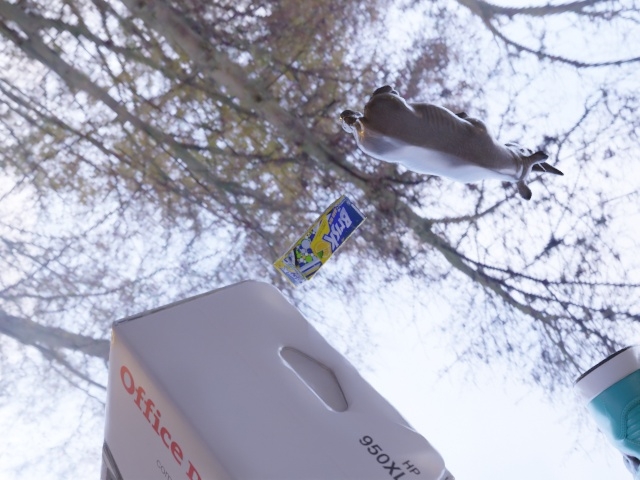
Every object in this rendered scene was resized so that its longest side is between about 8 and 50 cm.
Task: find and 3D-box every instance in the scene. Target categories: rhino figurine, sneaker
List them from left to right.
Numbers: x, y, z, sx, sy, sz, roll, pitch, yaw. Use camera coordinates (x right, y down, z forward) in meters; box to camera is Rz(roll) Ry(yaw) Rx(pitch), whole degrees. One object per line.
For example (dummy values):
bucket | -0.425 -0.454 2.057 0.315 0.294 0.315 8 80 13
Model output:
rhino figurine | 0.143 -0.098 0.812 0.106 0.243 0.073 -98 -155 -70
sneaker | 0.384 0.218 0.838 0.124 0.295 0.178 -39 -121 17

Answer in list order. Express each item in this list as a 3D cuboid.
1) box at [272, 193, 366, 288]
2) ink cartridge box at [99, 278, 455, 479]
box | 0.000 0.000 1.283 0.169 0.059 0.054 -47 -173 -32
ink cartridge box | -0.076 0.280 0.737 0.285 0.166 0.395 40 -49 35
